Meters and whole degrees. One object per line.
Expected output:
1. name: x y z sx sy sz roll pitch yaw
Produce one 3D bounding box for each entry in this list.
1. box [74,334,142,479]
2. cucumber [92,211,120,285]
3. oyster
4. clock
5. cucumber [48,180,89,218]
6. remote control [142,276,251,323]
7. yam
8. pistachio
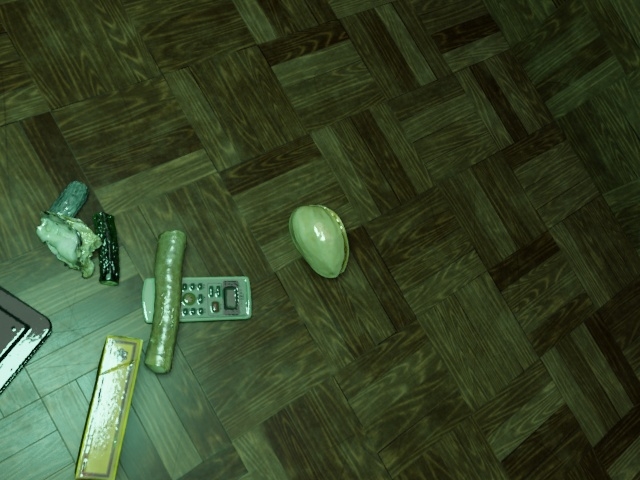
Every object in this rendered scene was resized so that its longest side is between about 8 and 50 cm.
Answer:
1. box: -0.482 0.379 1.334 0.084 0.193 0.301 14 69 -20
2. cucumber: -0.544 0.023 1.498 0.058 0.058 0.187 -6 77 -24
3. oyster: -0.613 0.006 1.450 0.081 0.163 0.191 -48 139 -59
4. clock: -0.806 0.223 1.330 0.279 0.049 0.273 36 64 -8
5. cucumber: -0.638 -0.098 1.493 0.064 0.064 0.112 30 65 -11
6. remote control: -0.325 0.156 1.556 0.285 0.038 0.123 3 73 -22
7. yam: -0.390 0.151 1.477 0.081 0.081 0.357 9 74 -20
8. pistachio: 0.000 0.000 1.685 0.157 0.157 0.229 -28 92 -27
